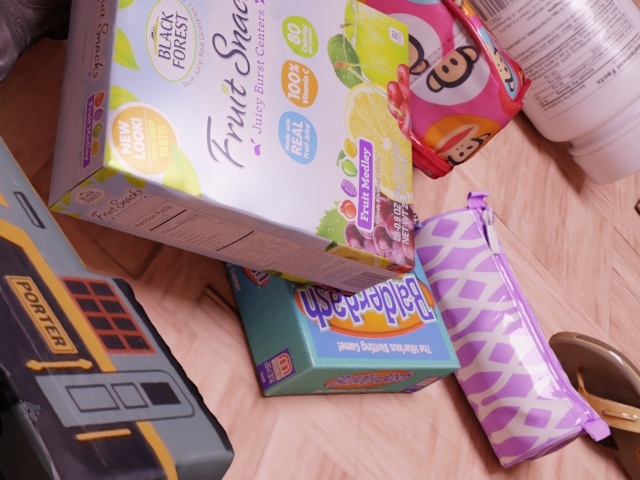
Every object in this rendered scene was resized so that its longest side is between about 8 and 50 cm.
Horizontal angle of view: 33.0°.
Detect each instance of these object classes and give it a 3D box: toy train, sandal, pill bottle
[{"bbox_3d":[-0.176,0.006,0.392,0.334,0.142,0.190,50,18,25],"label":"toy train"},{"bbox_3d":[0.250,0.156,0.917,0.049,0.072,0.180,-33,93,-36],"label":"sandal"},{"bbox_3d":[0.264,-0.208,1.156,0.283,0.160,0.160,50,33,-9],"label":"pill bottle"}]

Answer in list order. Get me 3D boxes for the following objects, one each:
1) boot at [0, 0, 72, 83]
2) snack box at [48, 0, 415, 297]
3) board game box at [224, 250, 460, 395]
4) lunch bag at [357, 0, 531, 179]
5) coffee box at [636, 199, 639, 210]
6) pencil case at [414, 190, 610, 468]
[{"bbox_3d":[-0.221,-0.192,0.594,0.263,0.091,0.229,54,30,-20],"label":"boot"},{"bbox_3d":[-0.042,-0.077,0.627,0.207,0.070,0.174,16,61,-33],"label":"snack box"},{"bbox_3d":[0.000,0.000,0.735,0.160,0.047,0.210,7,57,-50],"label":"board game box"},{"bbox_3d":[0.039,-0.195,0.854,0.293,0.120,0.258,47,18,-2],"label":"lunch bag"},{"bbox_3d":[0.537,0.026,1.340,0.297,0.119,0.168,54,32,-2],"label":"coffee box"},{"bbox_3d":[0.134,0.067,0.814,0.086,0.088,0.206,-9,69,-53],"label":"pencil case"}]
